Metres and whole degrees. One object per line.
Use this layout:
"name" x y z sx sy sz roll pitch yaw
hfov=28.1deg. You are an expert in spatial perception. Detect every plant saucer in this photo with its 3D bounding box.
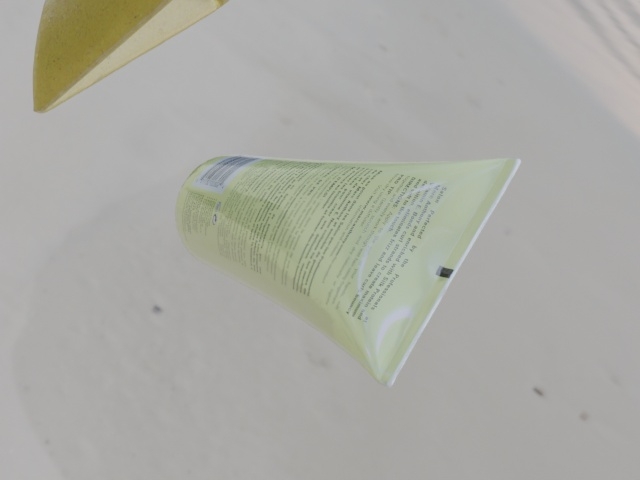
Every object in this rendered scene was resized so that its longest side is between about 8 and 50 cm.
"plant saucer" -0.081 -0.270 1.090 0.081 0.333 0.333 53 36 -6

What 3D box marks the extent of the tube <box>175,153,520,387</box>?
"tube" 0.000 0.000 0.550 0.062 0.070 0.240 -11 10 -22
